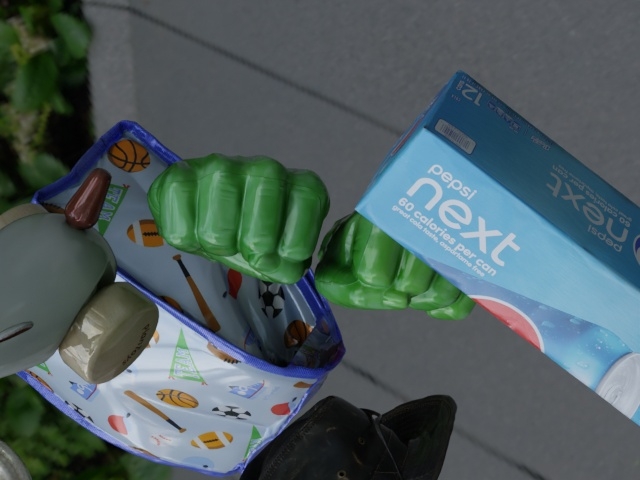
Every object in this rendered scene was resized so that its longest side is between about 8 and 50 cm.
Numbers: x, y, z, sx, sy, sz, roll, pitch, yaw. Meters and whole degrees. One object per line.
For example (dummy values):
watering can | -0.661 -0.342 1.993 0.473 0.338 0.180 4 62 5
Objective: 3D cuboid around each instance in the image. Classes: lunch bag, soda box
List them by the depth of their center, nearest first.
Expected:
soda box | 0.127 0.009 0.671 0.210 0.067 0.071 37 131 -4
lunch bag | -0.183 0.098 1.549 0.385 0.239 0.328 38 139 2

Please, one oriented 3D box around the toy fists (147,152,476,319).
toy fists | 0.000 0.000 1.000 0.279 0.096 0.142 18 167 -15

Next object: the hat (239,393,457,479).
hat | -0.005 0.255 1.319 0.134 0.331 0.331 42 144 -12

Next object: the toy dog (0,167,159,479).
toy dog | -0.247 0.041 0.921 0.220 0.333 0.161 24 120 4
